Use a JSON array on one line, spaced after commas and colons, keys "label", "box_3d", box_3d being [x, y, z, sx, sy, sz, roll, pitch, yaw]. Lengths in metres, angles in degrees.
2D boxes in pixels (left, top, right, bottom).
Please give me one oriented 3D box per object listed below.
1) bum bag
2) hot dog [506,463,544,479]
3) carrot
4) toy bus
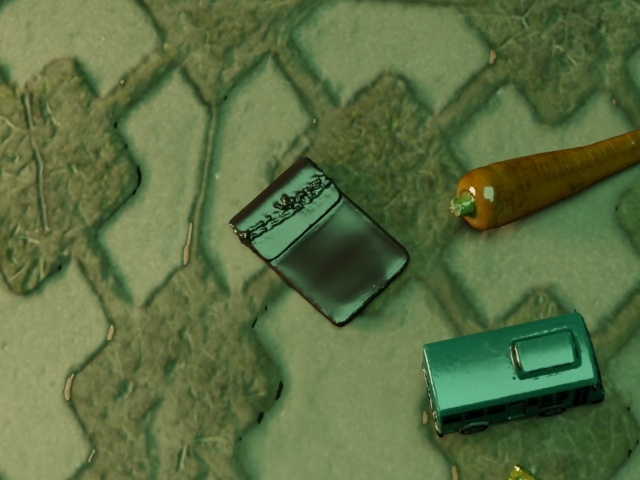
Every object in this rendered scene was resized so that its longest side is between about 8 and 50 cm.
[{"label": "bum bag", "box_3d": [0.000, 0.000, 1.631, 0.159, 0.026, 0.109, 42, 77, 19]}, {"label": "hot dog", "box_3d": [0.197, 0.315, 1.447, 0.123, 0.093, 0.262, -17, 67, -1]}, {"label": "carrot", "box_3d": [0.238, -0.069, 1.626, 0.256, 0.061, 0.061, -20, 67, -14]}, {"label": "toy bus", "box_3d": [0.177, 0.120, 1.529, 0.160, 0.092, 0.079, -11, 69, 1]}]
